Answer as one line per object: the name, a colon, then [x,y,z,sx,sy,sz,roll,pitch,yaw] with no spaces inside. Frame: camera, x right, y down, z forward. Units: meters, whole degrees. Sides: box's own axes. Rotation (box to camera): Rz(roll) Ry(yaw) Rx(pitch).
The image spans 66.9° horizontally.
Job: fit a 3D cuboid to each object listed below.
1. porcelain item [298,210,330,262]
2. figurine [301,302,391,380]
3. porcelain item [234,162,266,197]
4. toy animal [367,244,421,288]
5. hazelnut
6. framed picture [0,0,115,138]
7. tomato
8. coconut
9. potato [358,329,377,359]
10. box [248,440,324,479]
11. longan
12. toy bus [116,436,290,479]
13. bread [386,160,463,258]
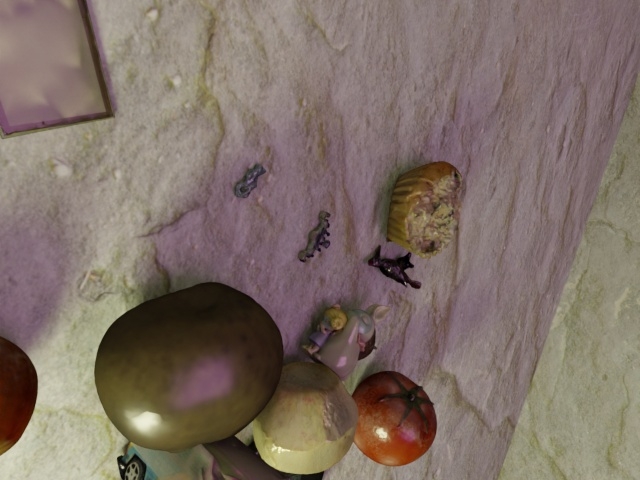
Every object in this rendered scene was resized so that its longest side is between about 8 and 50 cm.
porcelain item: [0.000,0.000,1.194,0.075,0.021,0.136,32,83,-49]
figurine: [0.071,0.232,1.278,0.155,0.127,0.235,39,70,-7]
porcelain item: [-0.147,-0.121,1.006,0.036,0.028,0.083,45,75,-26]
toy animal: [0.207,0.078,1.386,0.202,0.070,0.105,19,49,-38]
hazelnut: [-0.519,0.226,0.690,0.214,0.176,0.214,24,61,-55]
framed picture: [-0.412,-0.278,0.708,0.173,0.010,0.231,-22,120,-36]
tomato: [0.203,0.525,1.425,0.265,0.265,0.265,-17,117,-38]
coconut: [-0.041,0.437,1.176,0.259,0.259,0.259,-17,117,-38]
potato: [0.110,0.307,1.366,0.172,0.089,0.100,-58,137,-12]
box: [-0.103,0.644,1.308,0.290,0.073,0.289,4,102,-44]
longan: [-0.228,0.223,0.884,0.350,0.288,0.288,-5,109,-44]
toy bus: [-0.215,0.448,0.912,0.171,0.386,0.162,27,82,-46]
bread: [0.287,-0.091,1.340,0.274,0.149,0.274,-24,124,-42]
